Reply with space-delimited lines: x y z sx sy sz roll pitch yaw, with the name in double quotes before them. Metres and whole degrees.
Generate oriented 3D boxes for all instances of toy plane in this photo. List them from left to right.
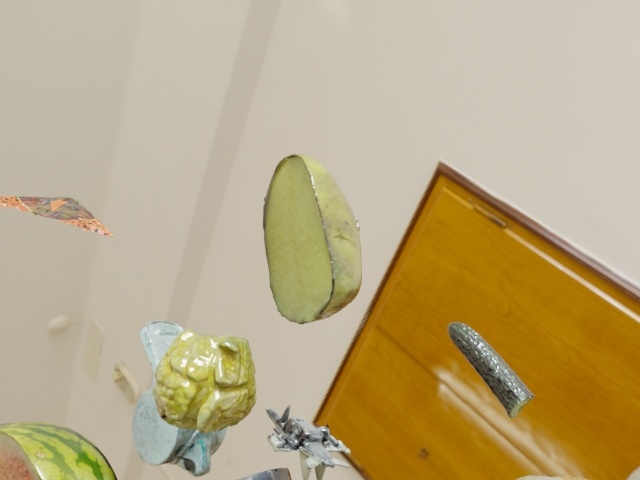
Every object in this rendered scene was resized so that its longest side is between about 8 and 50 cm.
"toy plane" -0.049 0.399 1.204 0.192 0.262 0.088 17 -79 -36

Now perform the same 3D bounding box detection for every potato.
"potato" 0.000 0.000 0.858 0.111 0.271 0.160 6 -36 -32

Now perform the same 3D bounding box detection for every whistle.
"whistle" -0.368 0.399 1.500 0.188 0.404 0.168 -17 -19 35

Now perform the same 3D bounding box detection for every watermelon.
"watermelon" -0.357 0.373 0.837 0.159 0.303 0.128 -34 -10 34

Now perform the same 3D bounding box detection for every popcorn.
"popcorn" -0.200 0.242 1.008 0.187 0.186 0.167 65 -146 -81

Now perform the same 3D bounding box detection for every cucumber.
"cucumber" 0.298 0.222 1.041 0.058 0.214 0.052 -8 -53 -24

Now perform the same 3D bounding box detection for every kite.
"kite" -0.425 -0.055 0.940 0.125 0.222 0.008 -92 20 -70

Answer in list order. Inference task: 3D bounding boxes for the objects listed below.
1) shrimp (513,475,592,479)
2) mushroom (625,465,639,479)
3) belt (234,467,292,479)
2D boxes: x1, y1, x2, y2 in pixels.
"shrimp" 0.159 0.209 0.306 0.287 0.185 0.068 13 -61 -30
"mushroom" 0.546 0.414 0.836 0.209 0.206 0.206 -7 -41 -5
"belt" -0.171 0.577 1.175 0.289 0.164 0.184 2 -36 -38
